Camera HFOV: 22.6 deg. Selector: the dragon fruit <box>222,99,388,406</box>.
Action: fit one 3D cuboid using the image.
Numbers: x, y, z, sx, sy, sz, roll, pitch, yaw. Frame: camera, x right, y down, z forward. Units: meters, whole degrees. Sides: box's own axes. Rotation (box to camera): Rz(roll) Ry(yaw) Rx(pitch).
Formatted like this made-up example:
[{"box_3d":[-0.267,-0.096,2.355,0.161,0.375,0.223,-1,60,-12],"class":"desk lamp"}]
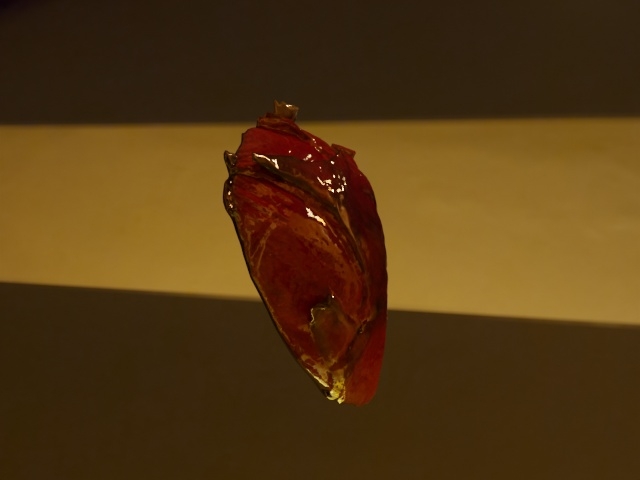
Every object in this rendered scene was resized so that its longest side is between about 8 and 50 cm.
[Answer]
[{"box_3d":[0.000,0.000,1.797,0.282,0.100,0.344,25,-129,-50],"class":"dragon fruit"}]
